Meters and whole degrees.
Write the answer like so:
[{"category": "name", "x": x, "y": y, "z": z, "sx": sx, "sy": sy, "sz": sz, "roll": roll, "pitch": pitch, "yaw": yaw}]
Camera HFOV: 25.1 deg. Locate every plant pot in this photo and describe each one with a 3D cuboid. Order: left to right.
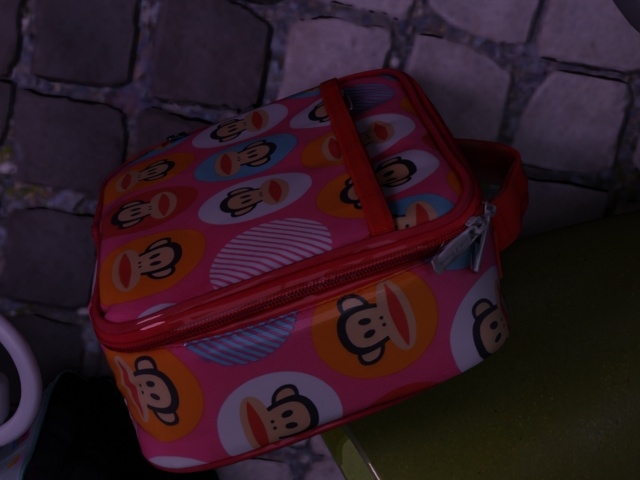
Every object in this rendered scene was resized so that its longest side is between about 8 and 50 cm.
[{"category": "plant pot", "x": 0.164, "y": 0.105, "z": 0.938, "sx": 0.293, "sy": 0.275, "sz": 0.275, "roll": -30, "pitch": 111, "yaw": -7}]

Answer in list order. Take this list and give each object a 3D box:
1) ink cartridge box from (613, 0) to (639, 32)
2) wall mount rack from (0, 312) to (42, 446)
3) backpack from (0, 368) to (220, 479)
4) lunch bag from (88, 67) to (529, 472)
[{"category": "ink cartridge box", "x": 0.288, "y": -0.231, "z": 0.815, "sx": 0.289, "sy": 0.211, "sz": 0.121, "roll": -36, "pitch": 108, "yaw": 10}, {"category": "wall mount rack", "x": -0.322, "y": -0.001, "z": 0.905, "sx": 0.350, "sy": 0.130, "sz": 0.304, "roll": 7, "pitch": 116, "yaw": 11}, {"category": "backpack", "x": -0.165, "y": 0.203, "z": 0.982, "sx": 0.166, "sy": 0.188, "sz": 0.144, "roll": 42, "pitch": 105, "yaw": -18}, {"category": "lunch bag", "x": 0.000, "y": 0.000, "z": 0.851, "sx": 0.258, "sy": 0.293, "sz": 0.120, "roll": -19, "pitch": 113, "yaw": 1}]
